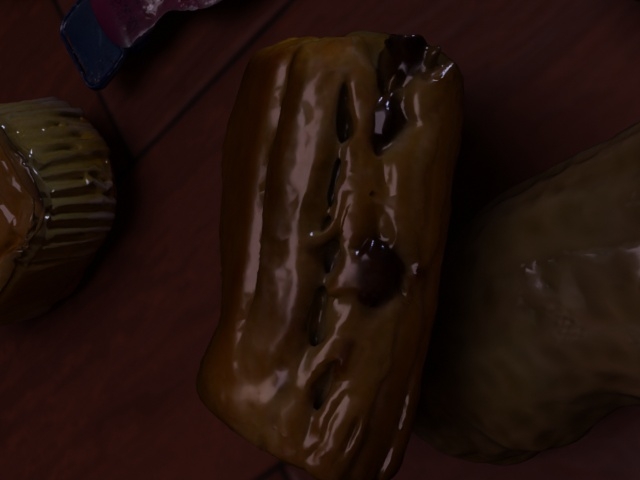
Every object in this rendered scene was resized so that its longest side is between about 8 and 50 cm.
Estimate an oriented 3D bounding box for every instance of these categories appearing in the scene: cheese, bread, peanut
[{"bbox_3d":[-0.101,-0.209,0.638,0.244,0.062,0.155,-45,62,25],"label":"cheese"},{"bbox_3d":[0.000,0.000,0.453,0.099,0.235,0.210,9,93,-1],"label":"bread"},{"bbox_3d":[-0.232,-0.017,0.686,0.190,0.114,0.132,-44,73,34],"label":"bread"},{"bbox_3d":[0.134,0.027,0.416,0.253,0.122,0.137,-27,99,33],"label":"peanut"}]
